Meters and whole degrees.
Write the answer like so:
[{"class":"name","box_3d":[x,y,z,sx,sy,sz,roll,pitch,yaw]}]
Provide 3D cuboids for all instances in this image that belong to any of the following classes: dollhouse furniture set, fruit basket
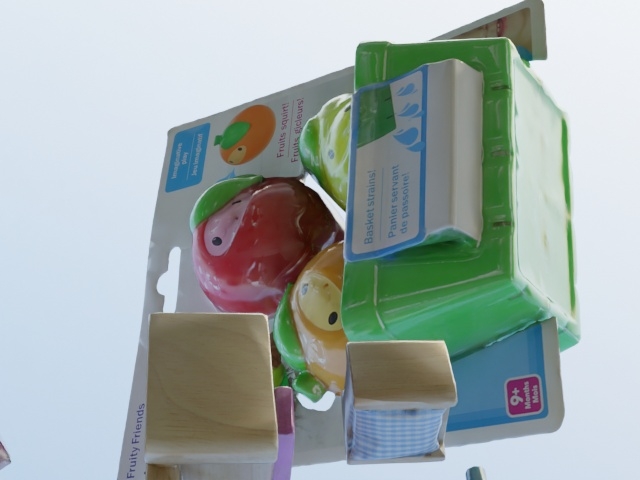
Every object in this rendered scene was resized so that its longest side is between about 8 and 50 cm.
[{"class":"dollhouse furniture set","box_3d":[0.076,0.197,0.497,0.303,0.286,0.198,1,-137,-7]},{"class":"fruit basket","box_3d":[0.000,0.000,0.845,0.353,0.165,0.327,-11,-122,26]}]

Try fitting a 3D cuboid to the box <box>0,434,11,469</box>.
[{"class":"box","box_3d":[-0.299,0.069,0.707,0.128,0.123,0.257,-32,-149,-18]}]
